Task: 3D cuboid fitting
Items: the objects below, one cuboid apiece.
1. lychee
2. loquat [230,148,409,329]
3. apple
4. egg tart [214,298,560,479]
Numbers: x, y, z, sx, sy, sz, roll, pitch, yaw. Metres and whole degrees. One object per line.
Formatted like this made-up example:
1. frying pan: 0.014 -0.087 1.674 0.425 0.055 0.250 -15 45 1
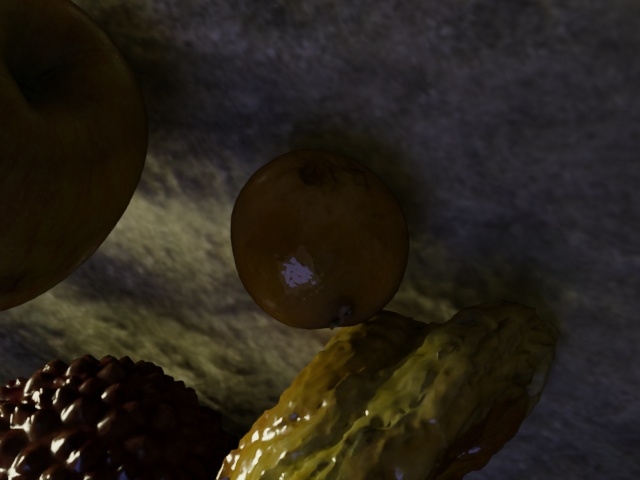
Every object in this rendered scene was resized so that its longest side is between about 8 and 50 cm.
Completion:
1. lychee: -0.190 0.262 1.525 0.306 0.306 0.330 21 113 10
2. loquat: 0.000 0.000 1.306 0.141 0.141 0.141 15 133 16
3. apple: -0.260 -0.078 1.295 0.264 0.264 0.264 15 133 16
4. egg tart: 0.014 0.186 1.351 0.153 0.339 0.351 44 144 11
